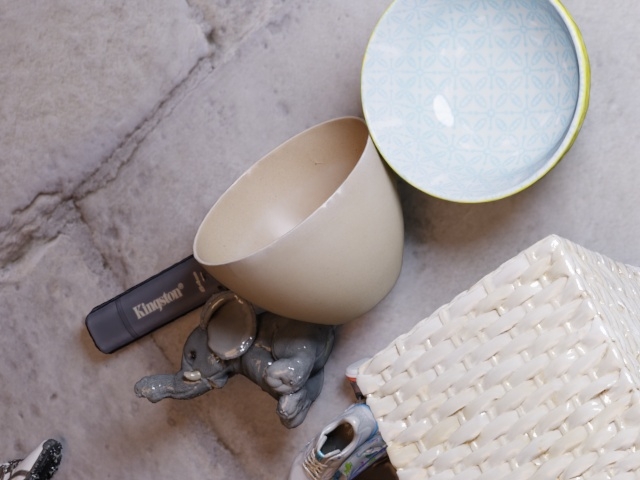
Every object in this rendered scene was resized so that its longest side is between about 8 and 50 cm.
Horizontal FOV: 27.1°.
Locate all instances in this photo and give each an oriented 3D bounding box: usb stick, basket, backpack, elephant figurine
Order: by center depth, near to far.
[{"bbox_3d":[0.275,0.217,1.549,0.331,0.266,0.328,-36,59,22],"label":"basket"},{"bbox_3d":[0.089,0.304,1.794,0.105,0.114,0.084,-43,74,22],"label":"backpack"},{"bbox_3d":[-0.115,0.150,1.859,0.239,0.186,0.169,20,126,17],"label":"elephant figurine"},{"bbox_3d":[-0.241,0.090,1.993,0.278,0.045,0.077,-28,81,27],"label":"usb stick"}]

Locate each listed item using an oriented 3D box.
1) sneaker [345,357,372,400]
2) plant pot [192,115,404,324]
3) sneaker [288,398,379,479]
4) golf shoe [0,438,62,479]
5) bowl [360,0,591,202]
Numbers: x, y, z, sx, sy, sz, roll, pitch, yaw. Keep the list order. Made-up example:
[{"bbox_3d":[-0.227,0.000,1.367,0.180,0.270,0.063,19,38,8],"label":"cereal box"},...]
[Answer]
[{"bbox_3d":[0.110,0.195,1.813,0.158,0.061,0.065,-2,108,36],"label":"sneaker"},{"bbox_3d":[0.000,0.000,1.754,0.284,0.284,0.191,-25,117,28],"label":"plant pot"},{"bbox_3d":[0.005,0.297,1.859,0.071,0.083,0.191,44,114,16],"label":"sneaker"},{"bbox_3d":[-0.491,0.379,2.140,0.094,0.077,0.198,43,112,19],"label":"golf shoe"},{"bbox_3d":[0.212,-0.194,1.656,0.289,0.156,0.290,3,97,28],"label":"bowl"}]
